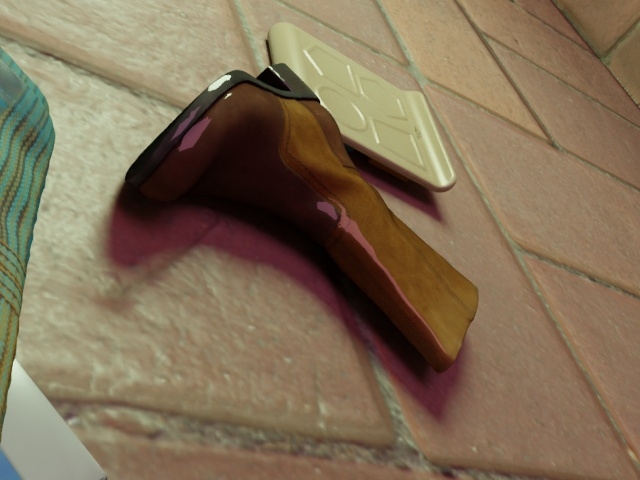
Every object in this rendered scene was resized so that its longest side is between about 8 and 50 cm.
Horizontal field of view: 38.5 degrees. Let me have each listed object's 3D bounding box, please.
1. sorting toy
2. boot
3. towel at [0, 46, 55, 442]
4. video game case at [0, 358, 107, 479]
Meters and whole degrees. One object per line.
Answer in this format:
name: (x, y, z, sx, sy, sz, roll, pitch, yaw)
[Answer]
sorting toy: (0.040, -0.142, 1.001, 0.208, 0.038, 0.193, 21, 34, -26)
boot: (0.000, 0.000, 0.730, 0.280, 0.096, 0.264, 50, 21, 0)
towel: (-0.186, -0.042, 0.311, 0.271, 0.040, 0.370, 59, 9, -37)
video game case: (-0.249, 0.059, 0.325, 0.244, 0.061, 0.269, 47, 29, 12)
